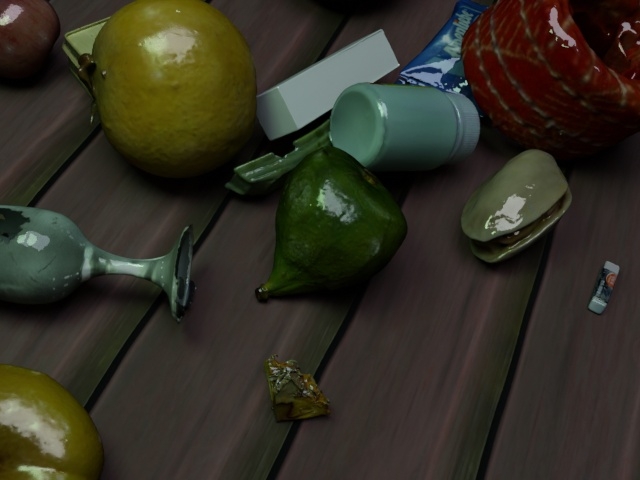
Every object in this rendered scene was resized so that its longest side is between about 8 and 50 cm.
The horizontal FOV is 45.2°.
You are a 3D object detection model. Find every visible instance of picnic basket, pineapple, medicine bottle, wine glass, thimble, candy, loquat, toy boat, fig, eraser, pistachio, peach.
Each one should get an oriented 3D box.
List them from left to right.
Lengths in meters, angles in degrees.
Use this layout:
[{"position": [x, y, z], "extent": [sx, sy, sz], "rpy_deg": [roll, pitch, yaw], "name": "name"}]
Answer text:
[{"position": [-0.371, 0.259, 0.860], "extent": [0.251, 0.153, 0.251], "rpy_deg": [2, 59, -3], "name": "peach"}, {"position": [-0.329, 0.030, 1.039], "extent": [0.321, 0.143, 0.143], "rpy_deg": [6, 54, -5], "name": "wine glass"}, {"position": [-0.342, -0.314, 1.311], "extent": [0.164, 0.079, 0.115], "rpy_deg": [-29, 66, -27], "name": "picnic basket"}, {"position": [-0.230, -0.236, 1.162], "extent": [0.275, 0.275, 0.275], "rpy_deg": [5, 54, -7], "name": "loquat"}, {"position": [-0.044, 0.194, 1.003], "extent": [0.114, 0.114, 0.077], "rpy_deg": [40, 76, 22], "name": "pineapple"}, {"position": [-0.026, -0.150, 1.249], "extent": [0.293, 0.093, 0.055], "rpy_deg": [-37, 86, -33], "name": "toy boat"}, {"position": [0.000, 0.000, 1.127], "extent": [0.203, 0.235, 0.203], "rpy_deg": [38, 17, -14], "name": "fig"}, {"position": [0.014, -0.268, 1.303], "extent": [0.298, 0.078, 0.076], "rpy_deg": [-39, 108, -40], "name": "eraser"}, {"position": [0.138, -0.181, 1.241], "extent": [0.225, 0.139, 0.139], "rpy_deg": [-5, 54, -37], "name": "medicine bottle"}, {"position": [0.291, -0.360, 1.469], "extent": [0.187, 0.077, 0.331], "rpy_deg": [24, 52, 15], "name": "candy"}, {"position": [0.315, -0.056, 1.230], "extent": [0.152, 0.126, 0.223], "rpy_deg": [11, 50, 40], "name": "pistachio"}, {"position": [0.440, -0.313, 1.326], "extent": [0.350, 0.230, 0.350], "rpy_deg": [12, 64, -24], "name": "thimble"}, {"position": [0.451, 0.074, 1.224], "extent": [0.027, 0.019, 0.099], "rpy_deg": [28, 54, 10], "name": "eraser"}]

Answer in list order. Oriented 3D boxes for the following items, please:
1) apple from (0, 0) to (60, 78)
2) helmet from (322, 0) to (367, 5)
[{"position": [-0.497, -0.338, 1.259], "extent": [0.120, 0.153, 0.153], "rpy_deg": [35, 50, -23], "name": "apple"}, {"position": [0.047, -0.553, 1.505], "extent": [0.279, 0.160, 0.230], "rpy_deg": [-6, 56, -32], "name": "helmet"}]
